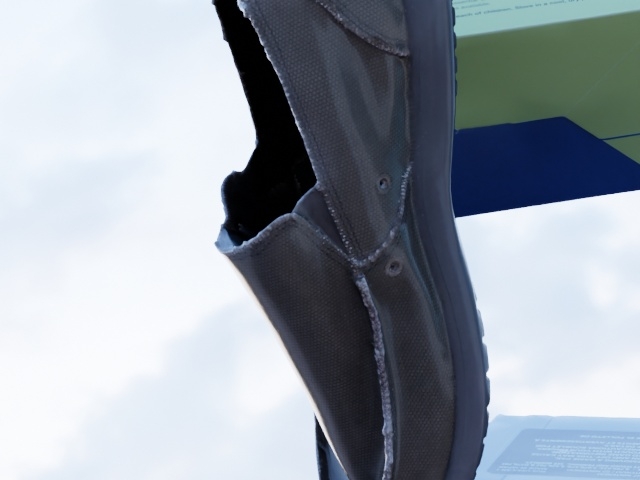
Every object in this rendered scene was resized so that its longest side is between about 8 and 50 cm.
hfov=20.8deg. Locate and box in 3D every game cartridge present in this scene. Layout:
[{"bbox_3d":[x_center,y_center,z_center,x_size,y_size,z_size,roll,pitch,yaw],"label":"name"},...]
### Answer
[{"bbox_3d":[0.207,0.158,1.066,0.297,0.062,0.198,0,15,21],"label":"game cartridge"}]

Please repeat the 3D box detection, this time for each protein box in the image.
[{"bbox_3d":[0.103,-0.131,1.096,0.200,0.201,0.136,-8,-50,1],"label":"protein box"}]

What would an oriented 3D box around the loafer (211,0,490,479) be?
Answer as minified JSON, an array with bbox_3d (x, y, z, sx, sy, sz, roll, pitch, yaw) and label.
[{"bbox_3d":[0.000,0.000,0.943,0.130,0.366,0.134,-12,16,-21],"label":"loafer"}]
